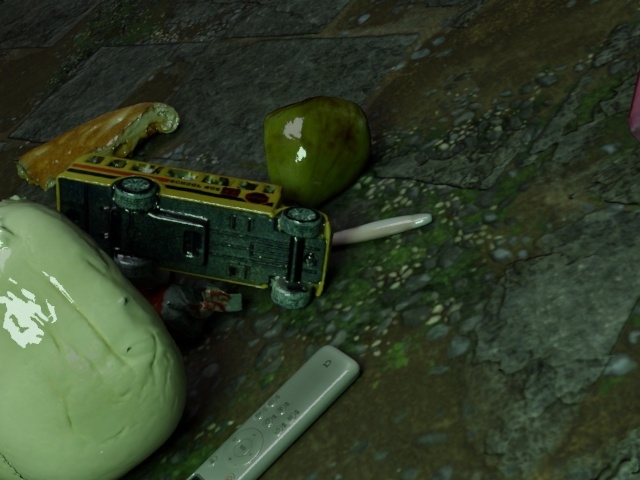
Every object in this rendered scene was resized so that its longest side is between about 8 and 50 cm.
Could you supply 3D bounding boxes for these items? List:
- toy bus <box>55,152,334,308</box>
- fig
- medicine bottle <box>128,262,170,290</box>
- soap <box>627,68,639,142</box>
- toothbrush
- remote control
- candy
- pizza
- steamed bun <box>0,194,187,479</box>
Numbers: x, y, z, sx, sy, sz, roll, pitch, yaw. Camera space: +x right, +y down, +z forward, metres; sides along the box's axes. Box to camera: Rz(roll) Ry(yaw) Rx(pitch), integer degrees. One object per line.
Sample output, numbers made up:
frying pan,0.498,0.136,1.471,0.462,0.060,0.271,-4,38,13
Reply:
toy bus,-0.150,-0.019,1.167,0.335,0.121,0.123,10,29,5
fig,-0.014,-0.119,1.286,0.154,0.144,0.166,23,65,9
medicine bottle,-0.341,0.060,1.317,0.247,0.147,0.147,-25,35,13
soap,0.475,-0.213,0.996,0.233,0.128,0.359,-7,42,36
toothbrush,0.000,0.000,1.210,0.307,0.030,0.025,-13,31,27
remote control,-0.065,0.209,1.003,0.261,0.029,0.067,-43,35,-14
candy,-0.230,0.104,1.221,0.292,0.086,0.059,-16,55,25
pizza,-0.415,-0.164,1.718,0.365,0.074,0.182,-20,34,18
steamed bun,-0.310,0.139,1.022,0.233,0.312,0.334,-41,-7,-26
